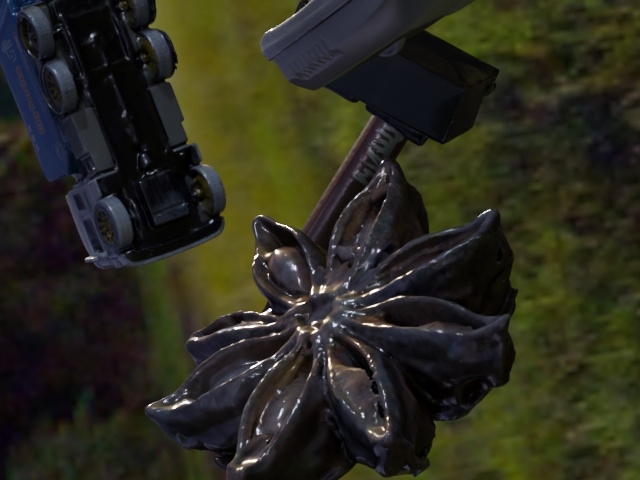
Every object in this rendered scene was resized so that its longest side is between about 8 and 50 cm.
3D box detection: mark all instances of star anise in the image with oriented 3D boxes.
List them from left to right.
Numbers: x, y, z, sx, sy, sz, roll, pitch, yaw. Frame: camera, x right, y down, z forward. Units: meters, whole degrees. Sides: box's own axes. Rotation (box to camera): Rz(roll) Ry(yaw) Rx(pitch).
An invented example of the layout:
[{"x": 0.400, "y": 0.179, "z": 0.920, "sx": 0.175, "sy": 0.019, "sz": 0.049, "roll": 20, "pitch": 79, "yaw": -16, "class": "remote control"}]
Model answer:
[{"x": 0.020, "y": 0.068, "z": 1.105, "sx": 0.236, "sy": 0.223, "sz": 0.109, "roll": 29, "pitch": 165, "yaw": 50, "class": "star anise"}]

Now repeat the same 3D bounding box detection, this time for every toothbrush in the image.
[{"x": 0.000, "y": 0.000, "z": 1.623, "sx": 0.364, "sy": 0.041, "sz": 0.041, "roll": -59, "pitch": 8, "yaw": -6, "class": "toothbrush"}]

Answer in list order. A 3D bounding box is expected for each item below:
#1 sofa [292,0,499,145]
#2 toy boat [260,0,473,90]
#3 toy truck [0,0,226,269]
[{"x": 0.050, "y": -0.126, "z": 1.358, "sx": 0.085, "sy": 0.147, "sz": 0.060, "roll": -35, "pitch": -29, "yaw": -62, "class": "sofa"}, {"x": 0.053, "y": -0.193, "z": 1.120, "sx": 0.269, "sy": 0.140, "sz": 0.141, "roll": 124, "pitch": 138, "yaw": -58, "class": "toy boat"}, {"x": -0.237, "y": -0.149, "z": 1.970, "sx": 0.175, "sy": 0.146, "sz": 0.367, "roll": -21, "pitch": 89, "yaw": 63, "class": "toy truck"}]
